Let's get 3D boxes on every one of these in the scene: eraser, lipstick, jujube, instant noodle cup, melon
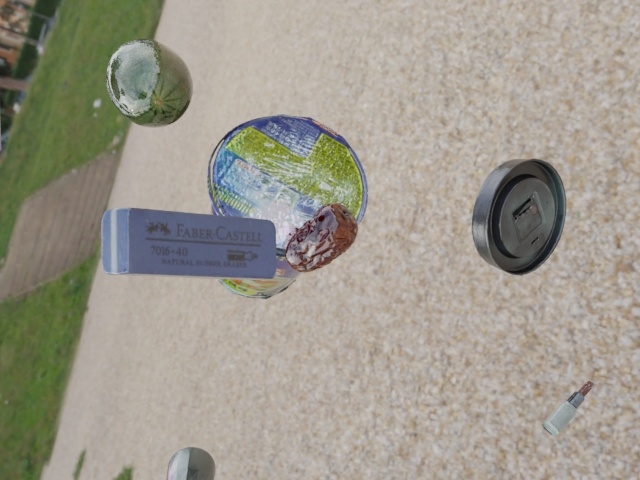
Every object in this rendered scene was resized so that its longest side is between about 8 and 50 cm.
[{"bbox_3d":[-0.161,0.007,0.972,0.036,0.225,0.082,-13,75,55],"label":"eraser"},{"bbox_3d":[0.375,0.246,1.150,0.107,0.025,0.025,-39,-17,-24],"label":"lipstick"},{"bbox_3d":[0.000,0.000,1.190,0.129,0.077,0.077,-41,31,20],"label":"jujube"},{"bbox_3d":[-0.092,-0.036,1.429,0.312,0.284,0.284,123,156,-60],"label":"instant noodle cup"},{"bbox_3d":[-0.236,-0.216,1.057,0.167,0.114,0.114,46,120,50],"label":"melon"}]

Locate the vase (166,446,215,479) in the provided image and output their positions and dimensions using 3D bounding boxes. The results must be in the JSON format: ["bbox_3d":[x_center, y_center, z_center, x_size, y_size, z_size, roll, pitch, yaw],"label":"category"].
[{"bbox_3d":[-0.226,0.438,1.302,0.214,0.086,0.086,-108,37,-76],"label":"vase"}]

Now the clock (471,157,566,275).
[{"bbox_3d":[0.310,-0.038,1.204,0.040,0.184,0.184,19,92,53],"label":"clock"}]
